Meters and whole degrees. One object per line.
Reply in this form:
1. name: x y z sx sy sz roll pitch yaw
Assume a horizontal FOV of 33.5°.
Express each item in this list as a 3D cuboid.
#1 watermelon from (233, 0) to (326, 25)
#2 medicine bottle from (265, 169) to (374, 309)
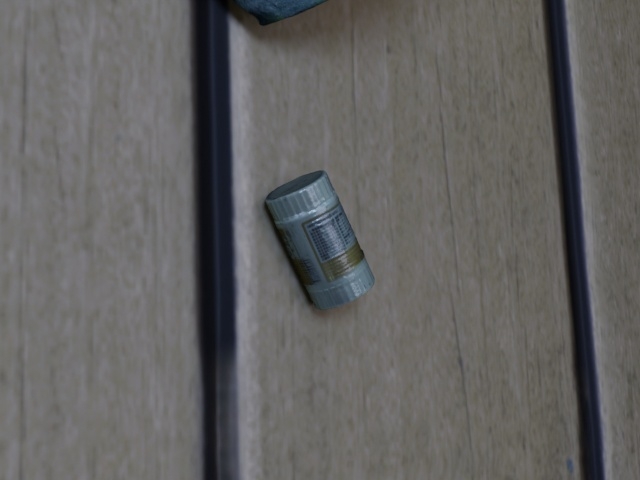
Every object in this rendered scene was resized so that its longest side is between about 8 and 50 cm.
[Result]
1. watermelon: 0.004 -0.319 0.680 0.175 0.188 0.321 17 63 -49
2. medicine bottle: 0.000 0.000 0.706 0.047 0.047 0.083 -39 110 -45
